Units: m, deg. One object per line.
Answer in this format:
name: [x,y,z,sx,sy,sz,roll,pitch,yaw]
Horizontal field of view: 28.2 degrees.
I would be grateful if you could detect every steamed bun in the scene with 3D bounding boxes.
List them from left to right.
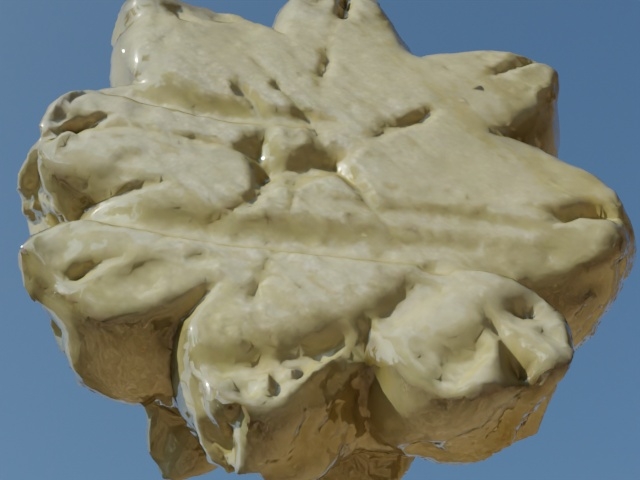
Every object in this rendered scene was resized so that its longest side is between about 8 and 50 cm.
steamed bun: [0.000,0.000,0.606,0.295,0.292,0.137,34,-39,26]
